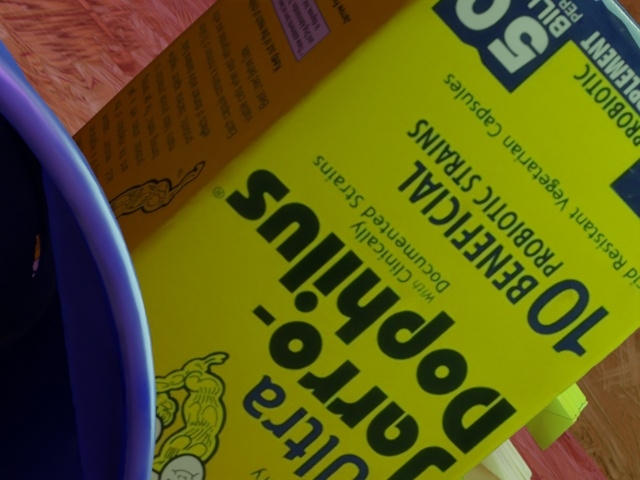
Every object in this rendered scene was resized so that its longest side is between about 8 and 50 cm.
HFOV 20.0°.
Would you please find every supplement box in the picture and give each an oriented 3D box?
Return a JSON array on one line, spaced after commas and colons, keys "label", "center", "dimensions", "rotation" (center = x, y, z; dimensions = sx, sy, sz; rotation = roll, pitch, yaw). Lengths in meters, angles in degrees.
[{"label": "supplement box", "center": [0.000, 0.000, 0.867], "dimensions": [0.194, 0.356, 0.195], "rotation": [44, 11, -22]}]

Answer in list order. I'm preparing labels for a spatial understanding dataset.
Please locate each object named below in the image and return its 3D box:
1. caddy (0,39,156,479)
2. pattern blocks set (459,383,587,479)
[{"label": "caddy", "center": [-0.194, -0.001, 0.397], "dimensions": [0.341, 0.241, 0.179], "rotation": [44, 6, -20]}, {"label": "pattern blocks set", "center": [0.039, 0.099, 1.108], "dimensions": [0.325, 0.026, 0.285], "rotation": [50, -36, -15]}]
